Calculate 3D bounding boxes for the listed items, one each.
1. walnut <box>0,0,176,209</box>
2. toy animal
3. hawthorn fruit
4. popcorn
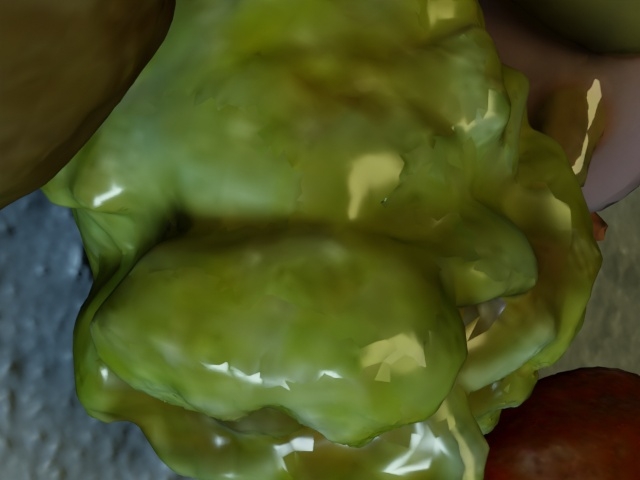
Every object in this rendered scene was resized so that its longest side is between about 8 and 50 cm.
[{"bbox_3d":[-0.213,-0.165,0.347,0.398,0.354,0.308,27,98,-34],"label":"walnut"},{"bbox_3d":[0.137,-0.129,0.665,0.169,0.281,0.195,21,50,-6],"label":"toy animal"},{"bbox_3d":[0.103,0.153,0.670,0.235,0.181,0.181,5,81,-24],"label":"hawthorn fruit"},{"bbox_3d":[0.000,0.000,0.545,0.250,0.235,0.241,52,46,-60],"label":"popcorn"}]
